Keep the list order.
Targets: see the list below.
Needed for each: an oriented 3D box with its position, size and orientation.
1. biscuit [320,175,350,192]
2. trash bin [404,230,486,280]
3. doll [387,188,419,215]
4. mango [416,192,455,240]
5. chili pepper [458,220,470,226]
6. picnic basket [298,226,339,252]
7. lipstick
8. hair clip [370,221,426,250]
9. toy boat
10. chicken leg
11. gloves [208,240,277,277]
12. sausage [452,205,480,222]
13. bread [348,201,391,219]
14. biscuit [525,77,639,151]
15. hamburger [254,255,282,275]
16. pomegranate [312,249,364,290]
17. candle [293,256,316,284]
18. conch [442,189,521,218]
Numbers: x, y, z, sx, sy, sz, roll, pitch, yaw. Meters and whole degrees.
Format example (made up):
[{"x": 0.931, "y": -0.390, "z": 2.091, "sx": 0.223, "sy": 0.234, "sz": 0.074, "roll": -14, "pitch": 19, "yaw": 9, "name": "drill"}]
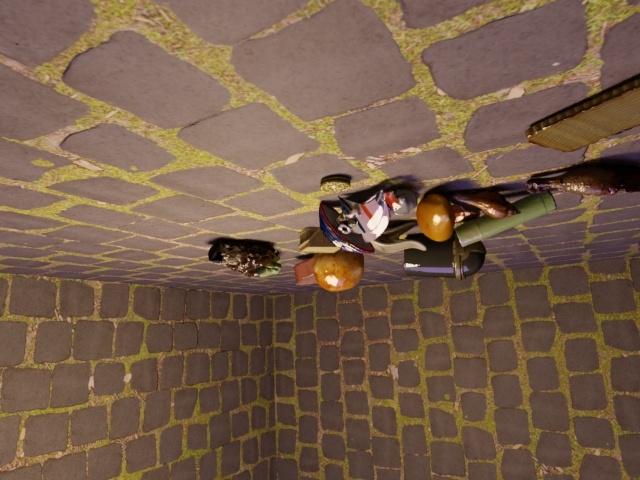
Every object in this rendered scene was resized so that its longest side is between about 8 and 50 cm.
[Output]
[{"x": 0.040, "y": -0.152, "z": 1.166, "sx": 0.083, "sy": 0.023, "sz": 0.084, "roll": -1, "pitch": 168, "yaw": 0, "name": "biscuit"}, {"x": 0.534, "y": 0.066, "z": 1.845, "sx": 0.333, "sy": 0.214, "sz": 0.214, "roll": -2, "pitch": 168, "yaw": 17, "name": "trash bin"}, {"x": 0.243, "y": -0.113, "z": 1.277, "sx": 0.102, "sy": 0.075, "sz": 0.227, "roll": -27, "pitch": 175, "yaw": 8, "name": "doll"}, {"x": 0.353, "y": -0.073, "z": 1.322, "sx": 0.102, "sy": 0.141, "sz": 0.217, "roll": -9, "pitch": 165, "yaw": 2, "name": "mango"}, {"x": 0.579, "y": -0.063, "z": 1.696, "sx": 0.091, "sy": 0.034, "sz": 0.030, "roll": 7, "pitch": -162, "yaw": -40, "name": "chili pepper"}, {"x": 0.000, "y": 0.000, "z": 1.722, "sx": 0.164, "sy": 0.080, "sz": 0.115, "roll": 1, "pitch": 166, "yaw": -20, "name": "picnic basket"}, {"x": 0.583, "y": -0.071, "z": 1.367, "sx": 0.304, "sy": 0.076, "sz": 0.076, "roll": -24, "pitch": 161, "yaw": 20, "name": "lipstick"}, {"x": 0.263, "y": -0.006, "z": 1.673, "sx": 0.282, "sy": 0.113, "sz": 0.172, "roll": -4, "pitch": 167, "yaw": 11, "name": "hair clip"}, {"x": 0.132, "y": -0.050, "z": 1.312, "sx": 0.318, "sy": 0.072, "sz": 0.219, "roll": -8, "pitch": 123, "yaw": 41, "name": "toy boat"}, {"x": 0.741, "y": -0.160, "z": 1.176, "sx": 0.322, "sy": 0.083, "sz": 0.177, "roll": -2, "pitch": -177, "yaw": -13, "name": "chicken leg"}, {"x": -0.330, "y": 0.077, "z": 1.875, "sx": 0.312, "sy": 0.135, "sz": 0.210, "roll": 2, "pitch": 161, "yaw": -34, "name": "gloves"}, {"x": 0.451, "y": -0.086, "z": 1.464, "sx": 0.169, "sy": 0.065, "sz": 0.065, "roll": -14, "pitch": 163, "yaw": 42, "name": "sausage"}, {"x": 0.161, "y": -0.076, "z": 1.399, "sx": 0.125, "sy": 0.082, "sz": 0.106, "roll": 6, "pitch": 172, "yaw": -24, "name": "bread"}, {"x": 0.559, "y": -0.243, "z": 0.850, "sx": 0.172, "sy": 0.029, "sz": 0.254, "roll": 4, "pitch": 166, "yaw": -31, "name": "biscuit"}, {"x": -0.276, "y": 0.114, "z": 2.092, "sx": 0.214, "sy": 0.125, "sz": 0.235, "roll": -1, "pitch": 173, "yaw": -37, "name": "hamburger"}, {"x": 0.078, "y": 0.105, "z": 1.895, "sx": 0.248, "sy": 0.248, "sz": 0.248, "roll": -3, "pitch": 168, "yaw": -1, "name": "pomegranate"}, {"x": 0.025, "y": 0.131, "z": 2.243, "sx": 0.316, "sy": 0.132, "sz": 0.287, "roll": -8, "pitch": 164, "yaw": -24, "name": "candle"}, {"x": 0.496, "y": -0.119, "z": 1.317, "sx": 0.232, "sy": 0.080, "sz": 0.086, "roll": 19, "pitch": 160, "yaw": 18, "name": "conch"}]
